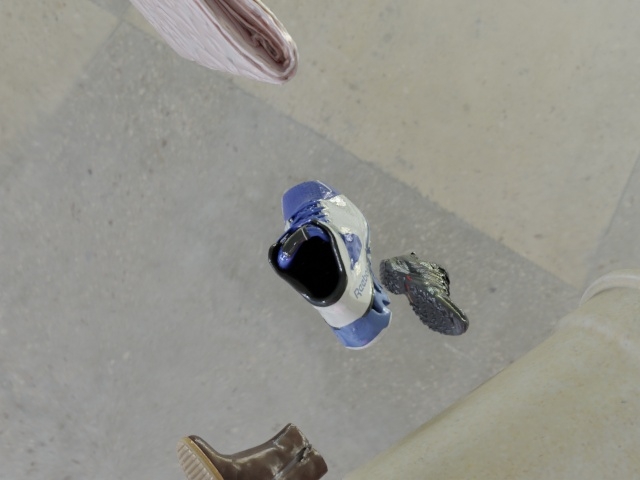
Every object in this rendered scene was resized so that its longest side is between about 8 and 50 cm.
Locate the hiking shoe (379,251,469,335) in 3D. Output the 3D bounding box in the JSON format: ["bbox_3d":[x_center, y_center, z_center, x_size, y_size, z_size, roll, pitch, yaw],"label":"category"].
[{"bbox_3d":[0.218,0.089,1.579,0.114,0.086,0.227,-25,48,-27],"label":"hiking shoe"}]

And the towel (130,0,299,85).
[{"bbox_3d":[-0.173,-0.279,0.757,0.053,0.332,0.317,-44,116,-4],"label":"towel"}]

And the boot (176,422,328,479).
[{"bbox_3d":[-0.121,0.398,1.488,0.248,0.090,0.207,49,48,-3],"label":"boot"}]

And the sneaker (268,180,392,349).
[{"bbox_3d":[0.000,0.001,1.273,0.128,0.182,0.315,-31,48,12],"label":"sneaker"}]

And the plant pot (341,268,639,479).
[{"bbox_3d":[0.197,0.237,0.690,0.306,0.334,0.333,-24,82,-10],"label":"plant pot"}]
